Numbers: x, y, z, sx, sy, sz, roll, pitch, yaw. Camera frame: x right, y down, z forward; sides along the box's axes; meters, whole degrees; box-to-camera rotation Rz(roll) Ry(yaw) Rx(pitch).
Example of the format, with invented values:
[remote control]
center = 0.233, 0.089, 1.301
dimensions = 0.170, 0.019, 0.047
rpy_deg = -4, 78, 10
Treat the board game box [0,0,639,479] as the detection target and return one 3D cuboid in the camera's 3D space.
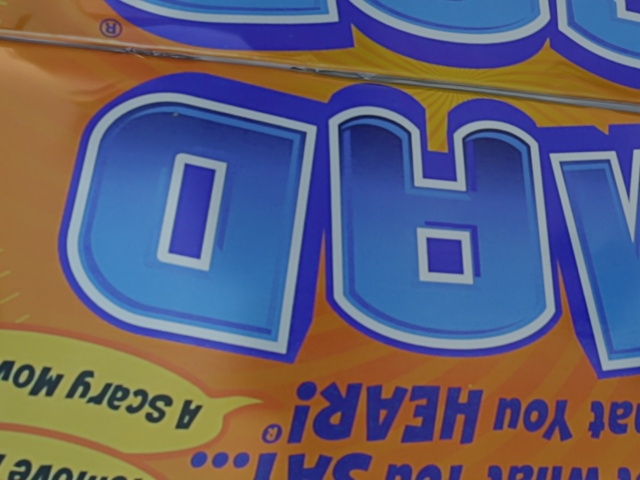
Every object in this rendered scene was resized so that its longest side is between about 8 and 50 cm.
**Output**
[board game box]
center = 0.000, 0.000, 0.547
dimensions = 0.356, 0.357, 0.356
rpy_deg = 130, 141, -65
